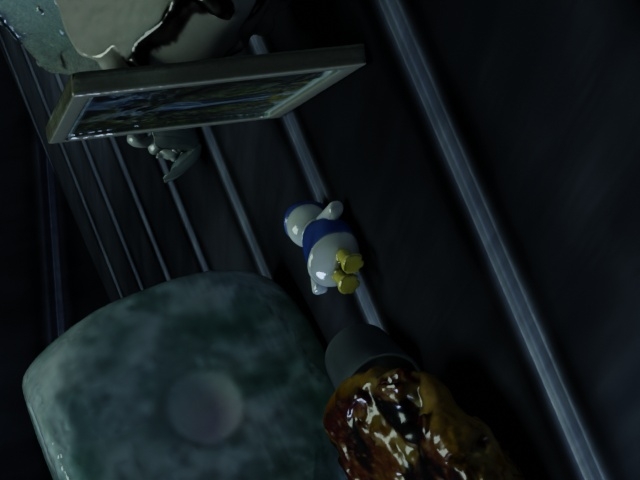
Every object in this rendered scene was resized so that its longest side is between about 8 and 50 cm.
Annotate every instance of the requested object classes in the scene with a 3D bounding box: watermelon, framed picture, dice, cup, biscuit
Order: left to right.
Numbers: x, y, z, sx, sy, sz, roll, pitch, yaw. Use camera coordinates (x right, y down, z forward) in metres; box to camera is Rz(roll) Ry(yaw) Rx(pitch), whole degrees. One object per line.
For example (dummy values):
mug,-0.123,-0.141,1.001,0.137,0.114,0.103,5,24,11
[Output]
watermelon,-0.315,-0.319,1.845,0.258,0.228,0.387,60,171,0
framed picture,-0.114,-0.124,1.282,0.324,0.240,0.020,166,95,-74
dice,-0.146,0.258,1.732,0.348,0.328,0.330,100,147,-64
cup,0.053,0.131,1.360,0.100,0.078,0.077,51,180,-28
biscuit,0.121,0.254,1.229,0.334,0.081,0.289,62,156,5

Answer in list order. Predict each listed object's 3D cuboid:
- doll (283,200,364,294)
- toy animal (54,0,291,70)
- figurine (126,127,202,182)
doll,0.000,0.000,1.394,0.143,0.057,0.099,-132,46,-55
toy animal,-0.113,-0.244,1.253,0.208,0.156,0.204,-35,75,35
figurine,-0.196,-0.131,1.887,0.086,0.094,0.082,45,129,-14
